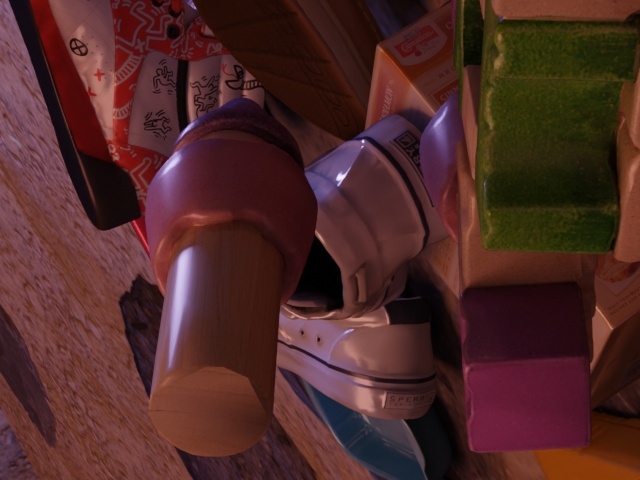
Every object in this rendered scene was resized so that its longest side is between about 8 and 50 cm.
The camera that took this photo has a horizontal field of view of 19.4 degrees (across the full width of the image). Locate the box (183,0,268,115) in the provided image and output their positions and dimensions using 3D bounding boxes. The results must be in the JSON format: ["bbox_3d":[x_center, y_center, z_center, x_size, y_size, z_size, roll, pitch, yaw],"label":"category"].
[{"bbox_3d":[-0.091,-0.115,1.342,0.178,0.042,0.109,62,162,-14],"label":"box"}]

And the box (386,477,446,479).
[{"bbox_3d":[0.070,0.279,1.422,0.091,0.130,0.170,34,150,54],"label":"box"}]

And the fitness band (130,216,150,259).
[{"bbox_3d":[-0.124,-0.032,1.503,0.291,0.054,0.209,62,170,-14],"label":"fitness band"}]

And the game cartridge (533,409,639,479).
[{"bbox_3d":[0.258,0.231,0.998,0.285,0.052,0.323,63,164,-13],"label":"game cartridge"}]

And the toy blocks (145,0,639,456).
[{"bbox_3d":[0.086,-0.102,0.656,0.260,0.308,0.289,-88,-2,-54],"label":"toy blocks"}]

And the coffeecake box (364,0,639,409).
[{"bbox_3d":[0.103,-0.015,0.958,0.185,0.068,0.142,52,163,18],"label":"coffeecake box"}]

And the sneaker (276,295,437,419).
[{"bbox_3d":[-0.003,0.043,1.311,0.258,0.094,0.091,22,107,47],"label":"sneaker"}]

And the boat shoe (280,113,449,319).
[{"bbox_3d":[0.000,0.000,1.008,0.095,0.084,0.258,55,165,8],"label":"boat shoe"}]

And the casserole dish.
[{"bbox_3d":[0.042,0.125,1.399,0.114,0.037,0.188,63,162,-17],"label":"casserole dish"}]

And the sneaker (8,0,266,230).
[{"bbox_3d":[-0.120,-0.151,1.214,0.090,0.145,0.270,-144,35,-64],"label":"sneaker"}]

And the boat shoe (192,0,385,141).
[{"bbox_3d":[-0.026,-0.177,0.997,0.109,0.098,0.302,14,146,53],"label":"boat shoe"}]
